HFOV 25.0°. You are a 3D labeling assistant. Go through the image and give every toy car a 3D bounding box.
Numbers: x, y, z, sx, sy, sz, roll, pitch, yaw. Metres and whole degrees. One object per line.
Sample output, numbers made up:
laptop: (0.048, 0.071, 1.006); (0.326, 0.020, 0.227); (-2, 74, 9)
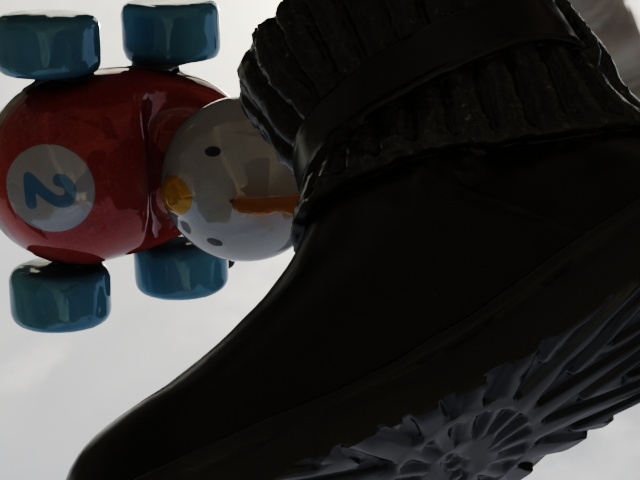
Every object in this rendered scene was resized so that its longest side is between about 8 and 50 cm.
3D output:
toy car: (-0.088, -0.043, 0.979); (0.210, 0.219, 0.238); (-15, -159, -42)

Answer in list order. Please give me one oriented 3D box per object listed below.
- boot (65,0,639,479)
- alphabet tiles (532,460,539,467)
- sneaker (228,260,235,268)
boot: (0.002, 0.002, 0.665); (0.348, 0.131, 0.260); (-27, -125, -9)
alphabet tiles: (0.142, 0.115, 1.186); (0.198, 0.009, 0.237); (-36, -157, -29)
sneaker: (-0.112, -0.008, 1.592); (0.031, 0.083, 0.035); (-19, 173, -3)
